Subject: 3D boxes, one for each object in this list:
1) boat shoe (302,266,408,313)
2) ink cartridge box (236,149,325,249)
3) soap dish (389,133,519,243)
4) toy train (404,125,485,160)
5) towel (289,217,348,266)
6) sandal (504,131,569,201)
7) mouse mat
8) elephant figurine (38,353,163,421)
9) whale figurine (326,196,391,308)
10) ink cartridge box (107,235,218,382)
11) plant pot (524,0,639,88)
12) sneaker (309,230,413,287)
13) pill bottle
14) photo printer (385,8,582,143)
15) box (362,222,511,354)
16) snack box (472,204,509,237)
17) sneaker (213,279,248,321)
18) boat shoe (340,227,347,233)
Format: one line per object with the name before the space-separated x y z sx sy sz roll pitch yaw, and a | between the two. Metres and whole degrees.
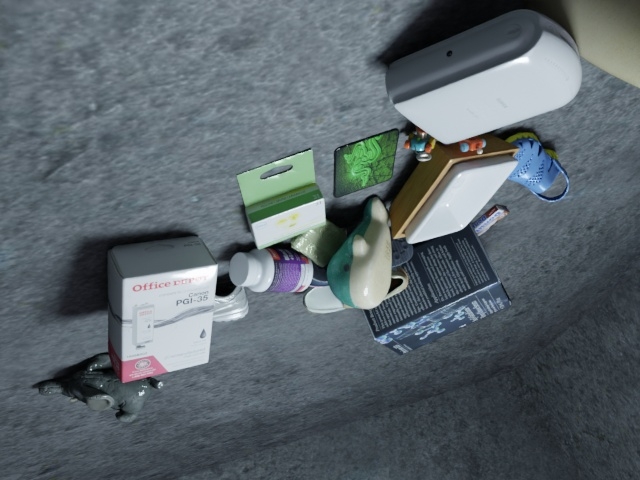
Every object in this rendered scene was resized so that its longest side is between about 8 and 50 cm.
boat shoe | 0.094 0.133 1.776 0.303 0.113 0.103 -18 -177 1
ink cartridge box | -0.079 -0.083 1.383 0.171 0.056 0.235 -20 154 -8
soap dish | 0.308 -0.128 1.533 0.229 0.118 0.290 -13 151 -33
toy train | 0.265 -0.219 1.370 0.167 0.125 0.046 -13 125 -21
towel | 0.000 0.000 1.558 0.110 0.027 0.148 -51 135 2
sandal | 0.548 -0.182 1.638 0.318 0.138 0.126 7 140 -43
mouse mat | 0.101 -0.169 1.431 0.153 0.007 0.189 -20 151 -10
elephant figurine | -0.582 0.387 1.688 0.240 0.169 0.185 27 94 -38
whale figurine | 0.099 0.031 1.572 0.141 0.271 0.216 4 164 26
ink cartridge box | -0.347 0.148 1.387 0.207 0.117 0.282 -9 126 -29
plant pot | 0.543 -0.396 1.117 0.257 0.273 0.256 -19 152 -11
sneaker | 0.092 0.052 1.723 0.319 0.112 0.131 -10 166 -22
pill bottle | -0.121 0.072 1.553 0.194 0.108 0.108 4 140 -44
photo printer | 0.313 -0.294 1.176 0.308 0.107 0.256 -15 160 32
box | 0.339 0.156 1.939 0.396 0.211 0.293 -27 153 13
snack box | 0.490 -0.043 1.947 0.064 0.022 0.178 7 139 -43
sneaker | -0.313 0.146 1.566 0.282 0.105 0.115 -11 126 -28
boat shoe | 0.023 -0.015 1.608 0.100 0.035 0.035 -6 119 -26
